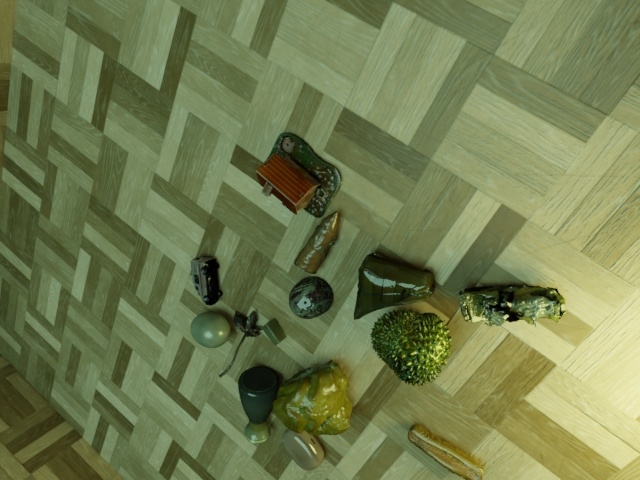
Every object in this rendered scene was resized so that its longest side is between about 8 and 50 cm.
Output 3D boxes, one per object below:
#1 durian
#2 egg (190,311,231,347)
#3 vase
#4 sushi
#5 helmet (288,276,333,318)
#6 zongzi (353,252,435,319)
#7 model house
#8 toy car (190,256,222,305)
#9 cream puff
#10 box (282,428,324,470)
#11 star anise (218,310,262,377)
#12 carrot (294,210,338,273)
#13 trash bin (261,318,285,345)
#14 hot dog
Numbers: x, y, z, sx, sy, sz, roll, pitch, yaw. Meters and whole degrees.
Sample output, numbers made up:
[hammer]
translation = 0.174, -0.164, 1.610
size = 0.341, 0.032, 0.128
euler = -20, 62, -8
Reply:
[durian]
translation = 0.299, 0.348, 1.495
size = 0.290, 0.225, 0.291
euler = 12, 147, 8
[egg]
translation = -0.480, 0.384, 1.989
size = 0.209, 0.151, 0.151
euler = 11, 112, 41
[vase]
translation = -0.268, 0.721, 1.984
size = 0.173, 0.173, 0.321
euler = 16, 118, 23
[sushi]
translation = 0.568, 0.207, 1.370
size = 0.290, 0.131, 0.139
euler = -5, 102, 22
[helmet]
translation = -0.050, 0.226, 1.728
size = 0.177, 0.107, 0.153
euler = -37, 84, 33
[zongzi]
translation = 0.243, 0.204, 1.561
size = 0.260, 0.123, 0.289
euler = 16, 124, 20
[model house]
translation = -0.098, -0.218, 1.580
size = 0.294, 0.154, 0.207
euler = 41, 122, 12
[toy car]
translation = -0.493, 0.172, 1.964
size = 0.108, 0.089, 0.210
euler = 5, 107, 28
[cream puff]
translation = -0.024, 0.634, 1.754
size = 0.323, 0.274, 0.270
euler = -32, 80, 36
[box]
translation = -0.075, 0.888, 1.970
size = 0.200, 0.088, 0.146
euler = 49, 123, 8
[star anise]
translation = -0.355, 0.418, 1.904
size = 0.148, 0.227, 0.219
euler = 24, 128, 13
[carrot]
translation = 0.000, 0.000, 1.634
size = 0.101, 0.102, 0.263
euler = 36, 119, 14
[trash bin]
translation = -0.191, 0.376, 1.881
size = 0.043, 0.061, 0.092
euler = -33, 91, 32
[hot dog]
translation = 0.450, 0.767, 1.656
size = 0.288, 0.068, 0.083
euler = 28, 95, 23
